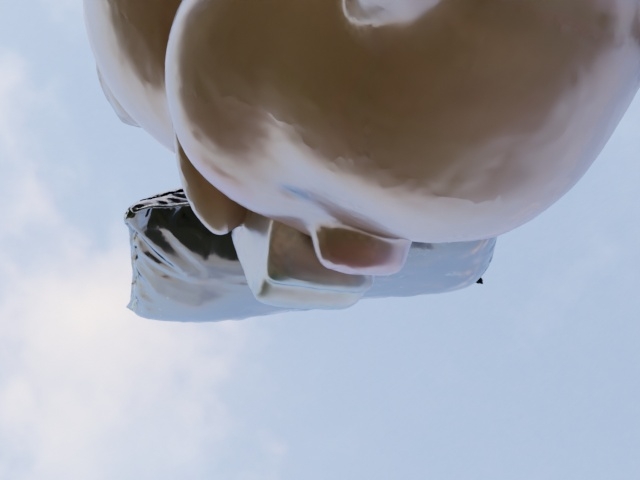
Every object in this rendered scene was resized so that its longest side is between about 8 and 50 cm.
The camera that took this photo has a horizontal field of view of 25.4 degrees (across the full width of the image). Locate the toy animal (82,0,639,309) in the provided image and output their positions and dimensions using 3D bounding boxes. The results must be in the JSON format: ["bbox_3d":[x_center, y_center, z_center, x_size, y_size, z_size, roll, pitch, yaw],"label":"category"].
[{"bbox_3d":[0.008,-0.081,0.551,0.256,0.195,0.213,54,-50,50],"label":"toy animal"}]

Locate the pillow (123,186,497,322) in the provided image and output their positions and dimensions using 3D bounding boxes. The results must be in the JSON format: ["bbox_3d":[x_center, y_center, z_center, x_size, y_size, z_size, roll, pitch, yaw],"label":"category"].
[{"bbox_3d":[0.000,0.000,0.752,0.208,0.141,0.055,-7,-115,-11],"label":"pillow"}]
